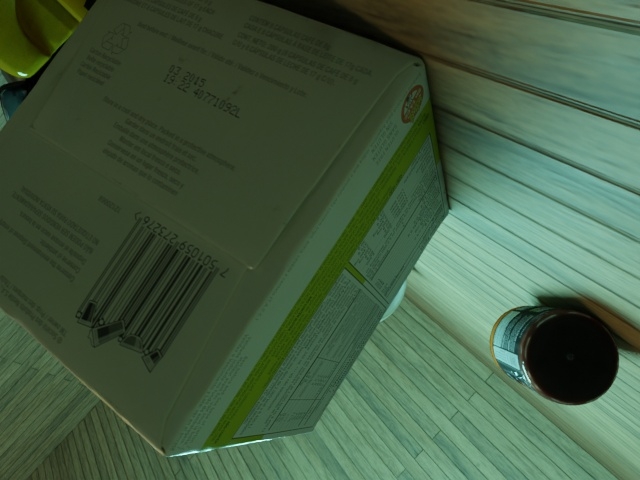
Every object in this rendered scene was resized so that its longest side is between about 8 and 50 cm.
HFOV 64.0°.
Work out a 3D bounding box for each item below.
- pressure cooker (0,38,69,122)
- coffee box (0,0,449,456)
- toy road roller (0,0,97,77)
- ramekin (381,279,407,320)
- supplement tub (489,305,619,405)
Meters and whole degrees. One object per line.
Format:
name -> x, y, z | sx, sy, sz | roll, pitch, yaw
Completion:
pressure cooker -> -0.444, -0.347, 1.091 | 0.420, 0.370, 0.375 | 46, -176, 32
coffee box -> -0.098, -0.021, 0.568 | 0.337, 0.338, 0.334 | 31, 175, 23
toy road roller -> -0.304, -0.317, 0.491 | 0.202, 0.240, 0.329 | 42, 179, 27
ramekin -> 0.122, 0.110, 1.430 | 0.273, 0.273, 0.127 | 44, 167, -33
supplement tub -> 0.277, 0.135, 0.643 | 0.106, 0.106, 0.198 | 43, 179, 7
